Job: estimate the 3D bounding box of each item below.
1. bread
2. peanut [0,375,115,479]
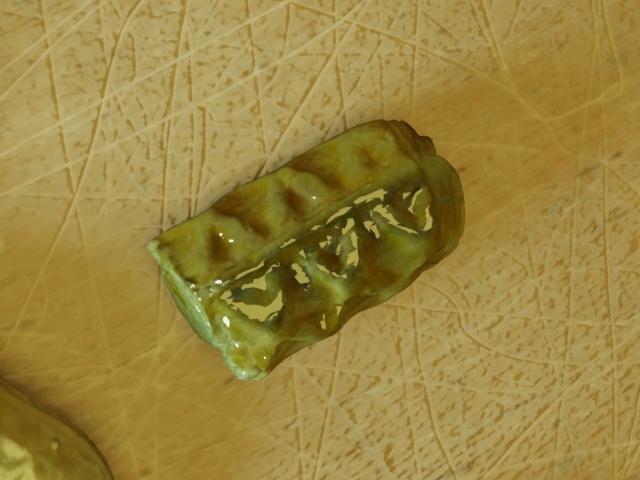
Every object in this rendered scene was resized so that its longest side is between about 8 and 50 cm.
[{"bbox_3d":[0.000,0.000,1.002,0.267,0.130,0.152,-31,92,-9],"label":"bread"},{"bbox_3d":[-0.282,0.177,0.947,0.313,0.149,0.149,39,85,-18],"label":"peanut"}]
